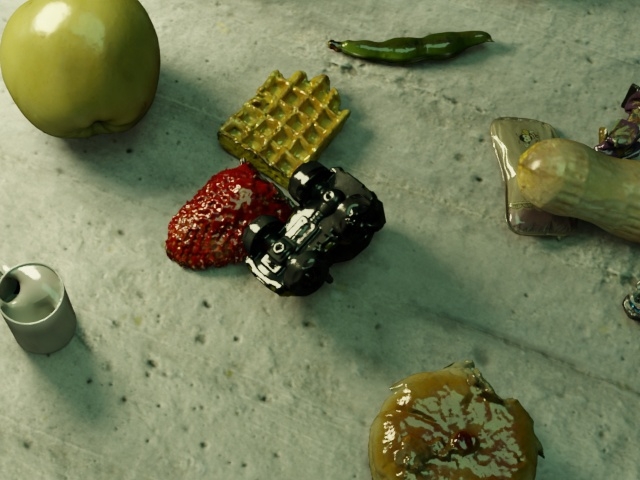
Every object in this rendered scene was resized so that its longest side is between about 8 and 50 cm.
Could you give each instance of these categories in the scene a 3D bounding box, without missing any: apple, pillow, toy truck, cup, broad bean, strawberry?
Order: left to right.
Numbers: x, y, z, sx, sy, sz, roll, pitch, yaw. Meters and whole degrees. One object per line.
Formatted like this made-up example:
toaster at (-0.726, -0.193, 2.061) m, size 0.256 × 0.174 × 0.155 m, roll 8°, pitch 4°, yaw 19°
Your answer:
cup at (-0.425, 0.086, 1.592) m, size 0.099 × 0.133 × 0.136 m, roll -14°, pitch 65°, yaw -9°
apple at (-0.382, -0.287, 1.724) m, size 0.262 × 0.262 × 0.262 m, roll 1°, pitch 64°, yaw -3°
strawberry at (-0.141, -0.033, 1.695) m, size 0.167 × 0.087 × 0.208 m, roll 37°, pitch 69°, yaw 12°
toy truck at (0.000, 0.000, 1.661) m, size 0.224 × 0.165 × 0.147 m, roll -47°, pitch 57°, yaw -7°
broad bean at (0.161, -0.339, 1.889) m, size 0.297 × 0.043 × 0.060 m, roll -5°, pitch 55°, yaw -5°
pillow at (0.357, -0.108, 1.790) m, size 0.130 × 0.038 × 0.233 m, roll 2°, pitch 63°, yaw -10°

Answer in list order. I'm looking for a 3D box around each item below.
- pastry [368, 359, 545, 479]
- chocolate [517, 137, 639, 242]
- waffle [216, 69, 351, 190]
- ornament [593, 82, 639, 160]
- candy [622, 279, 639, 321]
pastry at (0.187, 0.303, 1.531) m, size 0.235 × 0.121 × 0.257 m, roll -36°, pitch 70°, yaw -18°
chocolate at (0.459, -0.076, 1.716) m, size 0.309 × 0.134 × 0.134 m, roll 13°, pitch 63°, yaw -10°
waffle at (-0.052, -0.205, 1.802) m, size 0.160 × 0.055 × 0.211 m, roll 32°, pitch 67°, yaw 11°
ornament at (0.503, -0.166, 1.804) m, size 0.088 × 0.081 × 0.203 m, roll 38°, pitch 68°, yaw 16°
candy at (0.556, 0.157, 1.666) m, size 0.094 × 0.051 × 0.226 m, roll -19°, pitch 66°, yaw -16°
